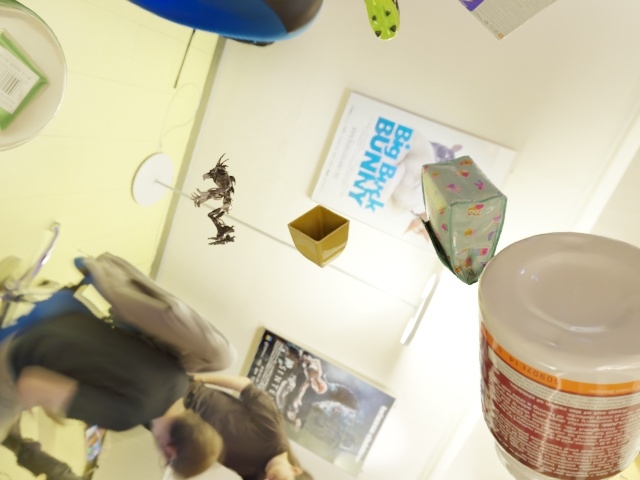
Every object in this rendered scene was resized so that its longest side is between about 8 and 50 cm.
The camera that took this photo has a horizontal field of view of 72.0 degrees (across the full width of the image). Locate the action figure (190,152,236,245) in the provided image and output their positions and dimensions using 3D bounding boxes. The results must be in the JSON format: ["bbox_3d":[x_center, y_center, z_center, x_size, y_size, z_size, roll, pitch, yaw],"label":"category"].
[{"bbox_3d":[-0.330,-0.130,1.366,0.164,0.141,0.275,119,-34,-78],"label":"action figure"}]

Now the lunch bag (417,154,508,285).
[{"bbox_3d":[0.346,-0.045,1.107,0.223,0.160,0.262,-100,180,-52],"label":"lunch bag"}]

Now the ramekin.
[{"bbox_3d":[-0.608,-0.303,0.771,0.303,0.148,0.303,-58,168,-19],"label":"ramekin"}]

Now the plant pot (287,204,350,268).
[{"bbox_3d":[0.000,0.000,0.790,0.081,0.082,0.083,-35,137,-29],"label":"plant pot"}]

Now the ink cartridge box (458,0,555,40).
[{"bbox_3d":[0.394,-0.560,0.961,0.045,0.206,0.208,-53,-169,-8],"label":"ink cartridge box"}]

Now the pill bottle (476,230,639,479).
[{"bbox_3d":[0.345,0.199,0.634,0.224,0.224,0.391,-56,142,-38],"label":"pill bottle"}]

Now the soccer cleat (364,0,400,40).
[{"bbox_3d":[0.083,-0.391,0.653,0.072,0.060,0.178,-77,155,-44],"label":"soccer cleat"}]
